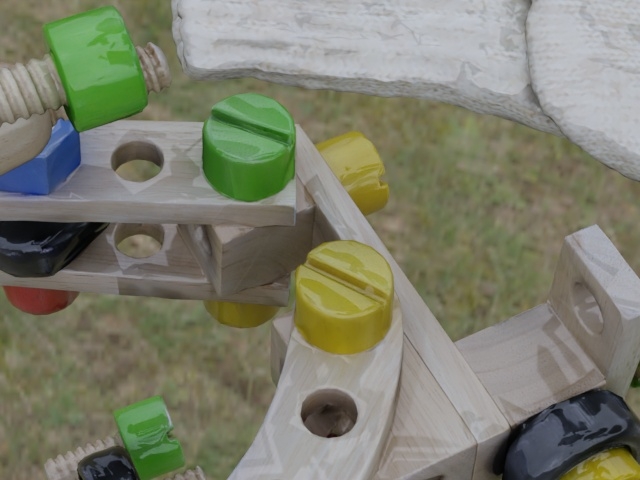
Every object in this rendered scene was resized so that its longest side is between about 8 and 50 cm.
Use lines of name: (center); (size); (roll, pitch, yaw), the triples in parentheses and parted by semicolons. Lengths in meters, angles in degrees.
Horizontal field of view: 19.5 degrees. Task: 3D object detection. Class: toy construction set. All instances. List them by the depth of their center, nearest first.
toy construction set: (0.000, 0.000, 0.679); (0.237, 0.308, 0.257); (-19, 32, -11)

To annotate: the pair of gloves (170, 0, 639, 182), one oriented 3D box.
pair of gloves: (0.079, -0.131, 0.436); (0.204, 0.042, 0.240); (12, 76, -6)
